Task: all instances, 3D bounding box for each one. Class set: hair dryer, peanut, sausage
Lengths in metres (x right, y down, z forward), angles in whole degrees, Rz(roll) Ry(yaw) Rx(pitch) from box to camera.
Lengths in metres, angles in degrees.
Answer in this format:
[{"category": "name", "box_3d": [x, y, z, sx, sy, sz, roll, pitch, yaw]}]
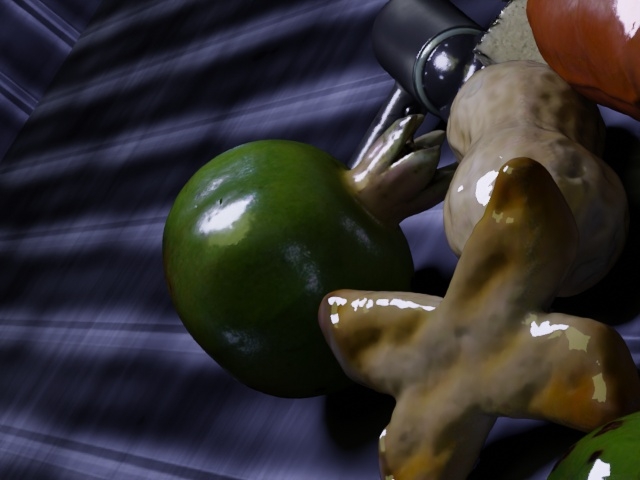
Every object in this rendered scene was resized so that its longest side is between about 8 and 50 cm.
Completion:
[{"category": "hair dryer", "box_3d": [0.056, -0.065, 1.544, 0.248, 0.078, 0.195, -61, 18, 11]}, {"category": "peanut", "box_3d": [0.130, -0.046, 1.247, 0.117, 0.101, 0.263, -26, 27, 16]}, {"category": "sausage", "box_3d": [0.204, -0.133, 1.182, 0.133, 0.133, 0.258, -53, 22, 4]}]

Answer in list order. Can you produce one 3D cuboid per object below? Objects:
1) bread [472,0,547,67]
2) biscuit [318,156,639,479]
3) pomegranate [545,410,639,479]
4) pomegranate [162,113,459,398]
[{"category": "bread", "box_3d": [0.179, -0.174, 1.406, 0.153, 0.068, 0.028, -54, -19, 3]}, {"category": "biscuit", "box_3d": [0.088, 0.065, 1.134, 0.208, 0.047, 0.164, -36, 69, 45]}, {"category": "pomegranate", "box_3d": [0.150, 0.143, 0.835, 0.143, 0.122, 0.169, 7, 56, 37]}, {"category": "pomegranate", "box_3d": [0.001, 0.001, 1.373, 0.225, 0.187, 0.187, -42, 21, 15]}]
